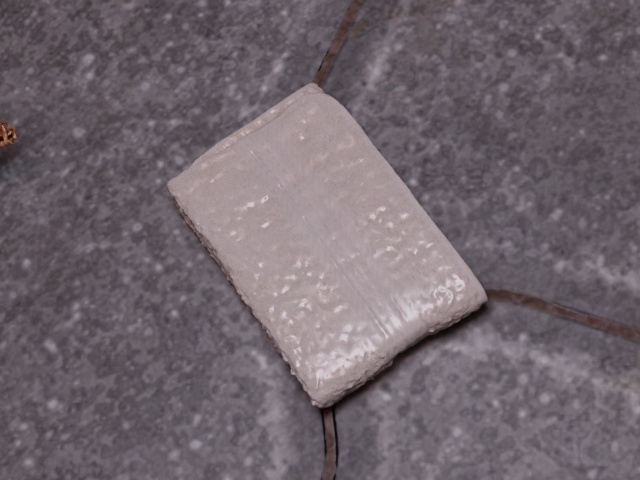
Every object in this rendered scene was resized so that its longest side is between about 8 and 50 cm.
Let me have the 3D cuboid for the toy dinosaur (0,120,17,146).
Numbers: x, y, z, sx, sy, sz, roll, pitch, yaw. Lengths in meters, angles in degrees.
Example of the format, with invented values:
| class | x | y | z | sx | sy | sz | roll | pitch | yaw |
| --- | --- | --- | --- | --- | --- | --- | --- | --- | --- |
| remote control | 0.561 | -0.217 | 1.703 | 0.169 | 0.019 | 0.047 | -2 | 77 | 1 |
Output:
| class | x | y | z | sx | sy | sz | roll | pitch | yaw |
| --- | --- | --- | --- | --- | --- | --- | --- | --- | --- |
| toy dinosaur | -0.450 | -0.132 | 1.533 | 0.322 | 0.164 | 0.218 | 13 | 83 | -2 |

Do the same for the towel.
| class | x | y | z | sx | sy | sz | roll | pitch | yaw |
| --- | --- | --- | --- | --- | --- | --- | --- | --- | --- |
| towel | 0.000 | 0.000 | 1.409 | 0.187 | 0.049 | 0.282 | -34 | 65 | -3 |
